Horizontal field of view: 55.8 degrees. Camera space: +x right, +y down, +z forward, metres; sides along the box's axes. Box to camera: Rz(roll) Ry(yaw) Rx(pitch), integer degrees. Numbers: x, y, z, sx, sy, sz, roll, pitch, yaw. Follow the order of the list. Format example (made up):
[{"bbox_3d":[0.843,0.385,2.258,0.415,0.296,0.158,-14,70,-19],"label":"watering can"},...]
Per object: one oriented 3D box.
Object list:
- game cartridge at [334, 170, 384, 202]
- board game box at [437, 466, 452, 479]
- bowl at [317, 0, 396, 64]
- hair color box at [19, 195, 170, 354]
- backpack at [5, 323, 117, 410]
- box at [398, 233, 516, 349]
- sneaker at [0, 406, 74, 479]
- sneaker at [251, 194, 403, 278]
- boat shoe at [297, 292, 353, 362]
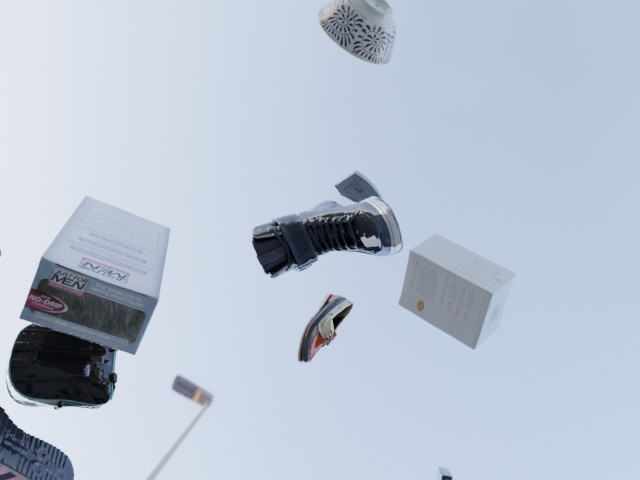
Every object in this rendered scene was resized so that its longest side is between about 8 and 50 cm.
[{"bbox_3d":[0.071,-0.081,1.052,0.056,0.017,0.083,-31,-66,31],"label":"game cartridge"},{"bbox_3d":[0.272,0.619,1.365,0.026,0.126,0.186,7,-102,9],"label":"board game box"},{"bbox_3d":[0.086,-0.423,1.154,0.170,0.170,0.080,39,-51,1],"label":"bowl"},{"bbox_3d":[-0.386,0.046,1.095,0.185,0.374,0.113,22,-77,-17],"label":"hair color box"},{"bbox_3d":[-0.500,0.240,1.156,0.144,0.188,0.165,-28,-123,48],"label":"backpack"},{"bbox_3d":[0.243,0.089,1.093,0.170,0.091,0.130,31,-49,32],"label":"box"},{"bbox_3d":[-0.595,0.374,1.064,0.131,0.112,0.319,-30,-65,14],"label":"sneaker"},{"bbox_3d":[0.000,0.002,0.813,0.163,0.226,0.086,-22,-77,-18],"label":"sneaker"},{"bbox_3d":[0.007,0.130,0.892,0.043,0.137,0.049,17,-49,15],"label":"boat shoe"}]
